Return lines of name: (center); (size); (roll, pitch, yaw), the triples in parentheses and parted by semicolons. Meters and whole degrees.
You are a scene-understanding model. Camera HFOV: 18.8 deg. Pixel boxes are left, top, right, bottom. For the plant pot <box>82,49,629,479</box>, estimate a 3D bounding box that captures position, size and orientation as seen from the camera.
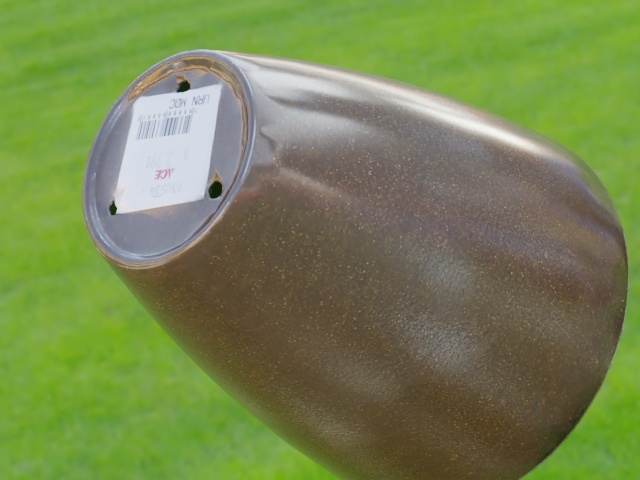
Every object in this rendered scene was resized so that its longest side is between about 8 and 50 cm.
plant pot: (0.000, 0.000, 0.950); (0.215, 0.215, 0.230); (10, -13, 44)
